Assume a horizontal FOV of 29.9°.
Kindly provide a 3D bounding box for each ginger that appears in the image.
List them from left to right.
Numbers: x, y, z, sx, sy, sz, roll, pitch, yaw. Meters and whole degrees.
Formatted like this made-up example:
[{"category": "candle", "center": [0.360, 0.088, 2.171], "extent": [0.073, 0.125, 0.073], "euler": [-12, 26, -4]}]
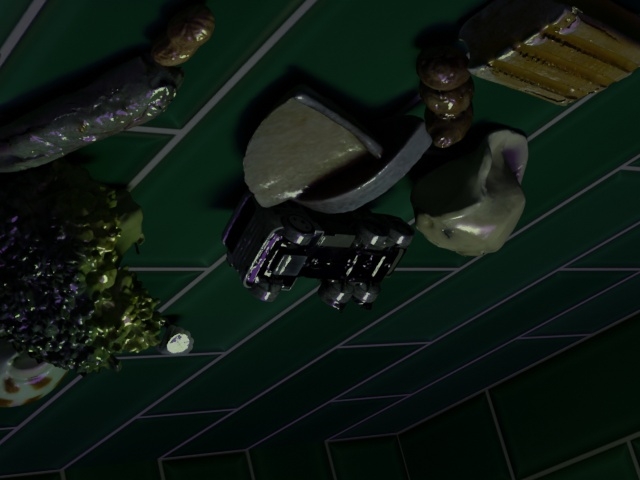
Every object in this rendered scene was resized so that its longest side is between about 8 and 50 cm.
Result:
[{"category": "ginger", "center": [0.183, -0.216, 1.740], "extent": [0.080, 0.104, 0.204], "euler": [6, 153, 12]}]

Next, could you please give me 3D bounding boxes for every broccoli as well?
[{"category": "broccoli", "center": [-0.389, 0.020, 1.817], "extent": [0.293, 0.348, 0.281], "euler": [17, -145, 31]}]

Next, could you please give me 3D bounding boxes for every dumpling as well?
[{"category": "dumpling", "center": [0.273, -0.092, 2.116], "extent": [0.243, 0.187, 0.318], "euler": [-59, 160, 4]}]

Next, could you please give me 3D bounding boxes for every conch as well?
[{"category": "conch", "center": [-0.563, 0.175, 2.119], "extent": [0.368, 0.197, 0.249], "euler": [-28, 121, 33]}]

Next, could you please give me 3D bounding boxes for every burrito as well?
[{"category": "burrito", "center": [-0.319, -0.160, 1.583], "extent": [0.309, 0.066, 0.096], "euler": [-22, 154, 17]}]

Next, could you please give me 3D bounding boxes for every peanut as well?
[{"category": "peanut", "center": [-0.170, -0.251, 1.474], "extent": [0.054, 0.054, 0.113], "euler": [2, 154, -39]}]

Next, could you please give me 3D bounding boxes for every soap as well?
[{"category": "soap", "center": [0.342, -0.280, 1.702], "extent": [0.173, 0.089, 0.274], "euler": [-31, 155, 34]}]

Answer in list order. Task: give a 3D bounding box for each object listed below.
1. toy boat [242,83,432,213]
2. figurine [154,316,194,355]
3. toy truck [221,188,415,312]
[{"category": "toy boat", "center": [-0.004, -0.136, 1.840], "extent": [0.293, 0.111, 0.276], "euler": [15, 141, -36]}, {"category": "figurine", "center": [-0.319, 0.201, 2.537], "extent": [0.082, 0.086, 0.094], "euler": [-28, 119, -6]}, {"category": "toy truck", "center": [0.002, 0.005, 2.073], "extent": [0.363, 0.178, 0.176], "euler": [2, 127, -43]}]
